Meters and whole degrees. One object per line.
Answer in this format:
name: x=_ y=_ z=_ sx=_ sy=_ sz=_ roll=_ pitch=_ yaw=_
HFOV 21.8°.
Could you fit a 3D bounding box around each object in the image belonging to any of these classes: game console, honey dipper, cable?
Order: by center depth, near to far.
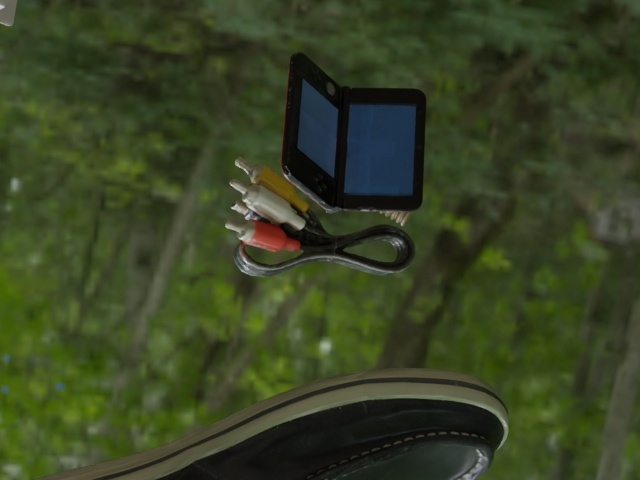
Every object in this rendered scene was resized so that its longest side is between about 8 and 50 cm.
game console: x=0.033 y=-0.105 z=1.588 sx=0.085 sy=0.124 sz=0.144 roll=-17 pitch=-126 yaw=31
cable: x=0.000 y=0.000 z=2.133 sx=0.287 sy=0.072 sz=0.139 roll=19 pitch=-118 yaw=-20
honey dipper: x=0.049 y=-0.072 z=2.198 sx=0.161 sy=0.030 sz=0.030 roll=32 pitch=-149 yaw=9

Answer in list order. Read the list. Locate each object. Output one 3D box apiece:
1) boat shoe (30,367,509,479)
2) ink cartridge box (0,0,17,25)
boat shoe: x=-0.073 y=0.231 z=1.253 sx=0.500 sy=0.187 sz=0.156 roll=-16 pitch=-123 yaw=-20
ink cartridge box: x=-0.394 y=-0.309 z=1.794 sx=0.180 sy=0.104 sz=0.060 roll=15 pitch=164 yaw=-34
